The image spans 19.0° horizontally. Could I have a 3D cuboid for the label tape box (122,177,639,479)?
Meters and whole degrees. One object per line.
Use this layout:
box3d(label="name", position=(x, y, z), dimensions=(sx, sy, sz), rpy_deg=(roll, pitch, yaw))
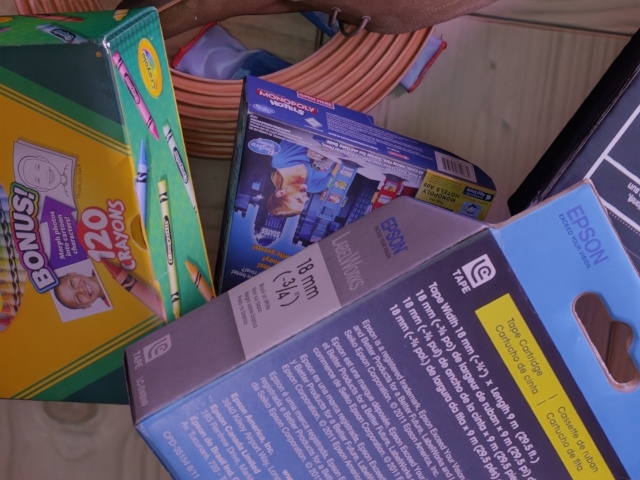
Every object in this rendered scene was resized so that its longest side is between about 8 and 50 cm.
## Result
box3d(label="label tape box", position=(0.070, 0.106, 1.308), dimensions=(0.334, 0.106, 0.240), rpy_deg=(-29, 118, 5))

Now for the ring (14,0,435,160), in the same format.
box3d(label="ring", position=(-0.067, -0.227, 1.399), dimensions=(0.336, 0.032, 0.336), rpy_deg=(0, 95, 5))

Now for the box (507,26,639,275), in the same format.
box3d(label="box", position=(0.332, -0.047, 1.335), dimensions=(0.296, 0.183, 0.294), rpy_deg=(37, 96, -1))

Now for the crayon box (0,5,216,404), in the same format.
box3d(label="crayon box", position=(-0.178, -0.022, 1.358), dimensions=(0.165, 0.081, 0.278), rpy_deg=(0, 114, 25))

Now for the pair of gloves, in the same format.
box3d(label="pair of gloves", position=(-0.004, -0.143, 1.427), dimensions=(0.159, 0.023, 0.198), rpy_deg=(41, 97, -1))

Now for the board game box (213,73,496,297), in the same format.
box3d(label="board game box", position=(0.000, 0.000, 1.403), dimensions=(0.194, 0.060, 0.194), rpy_deg=(18, 120, -15))

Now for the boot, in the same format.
box3d(label="boot", position=(0.005, -0.181, 1.334), dimensions=(0.305, 0.112, 0.115), rpy_deg=(-18, 114, 11))
